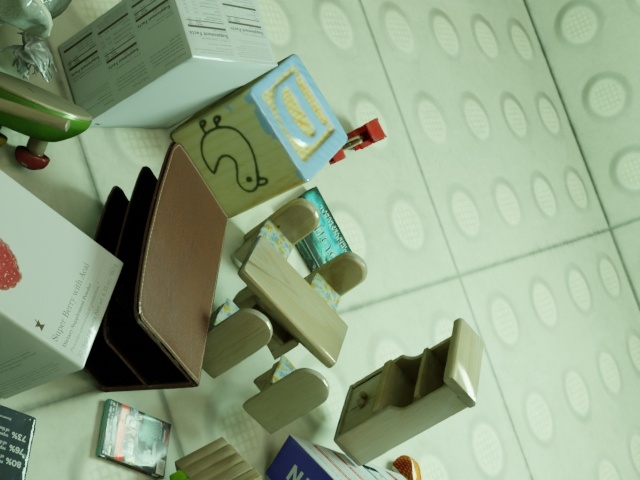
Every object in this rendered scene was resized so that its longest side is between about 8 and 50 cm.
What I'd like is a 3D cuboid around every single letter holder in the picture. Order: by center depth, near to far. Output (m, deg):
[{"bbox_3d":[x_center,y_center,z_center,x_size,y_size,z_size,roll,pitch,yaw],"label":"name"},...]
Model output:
[{"bbox_3d":[-0.258,0.033,1.482,0.214,0.152,0.301,64,26,-51],"label":"letter holder"}]

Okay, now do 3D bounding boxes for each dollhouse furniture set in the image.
[{"bbox_3d":[0.042,0.142,1.694,0.394,0.256,0.362,47,28,-14],"label":"dollhouse furniture set"}]

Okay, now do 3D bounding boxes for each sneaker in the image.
[{"bbox_3d":[0.170,0.488,1.926,0.067,0.064,0.175,43,44,-45],"label":"sneaker"}]

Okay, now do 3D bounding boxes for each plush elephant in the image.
[{"bbox_3d":[-0.456,-0.376,1.411,0.255,0.272,0.329,-47,133,-76],"label":"plush elephant"}]

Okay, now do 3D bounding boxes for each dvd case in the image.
[{"bbox_3d":[-0.270,0.289,1.507,0.119,0.013,0.087,31,49,-38],"label":"dvd case"}]

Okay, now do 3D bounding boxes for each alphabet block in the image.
[{"bbox_3d":[-0.104,-0.183,1.824,0.192,0.197,0.193,58,36,-11],"label":"alphabet block"}]

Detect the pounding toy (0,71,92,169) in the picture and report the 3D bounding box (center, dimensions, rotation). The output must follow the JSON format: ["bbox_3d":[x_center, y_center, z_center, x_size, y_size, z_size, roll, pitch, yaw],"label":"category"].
[{"bbox_3d":[-0.430,-0.160,1.454,0.183,0.110,0.237,24,8,-7],"label":"pounding toy"}]

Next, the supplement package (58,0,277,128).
[{"bbox_3d":[-0.242,-0.294,1.648,0.204,0.262,0.145,-7,77,-54],"label":"supplement package"}]

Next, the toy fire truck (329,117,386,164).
[{"bbox_3d":[0.065,-0.203,2.139,0.047,0.135,0.192,64,-4,-4],"label":"toy fire truck"}]

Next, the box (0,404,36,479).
[{"bbox_3d":[-0.439,0.289,1.206,0.153,0.108,0.207,33,48,-38],"label":"box"}]

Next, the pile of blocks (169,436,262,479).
[{"bbox_3d":[-0.214,0.435,1.437,0.362,0.149,0.112,-46,142,-45],"label":"pile of blocks"}]

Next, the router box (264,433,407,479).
[{"bbox_3d":[0.113,0.465,1.667,0.301,0.335,0.082,29,95,-40],"label":"router box"}]

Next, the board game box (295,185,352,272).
[{"bbox_3d":[0.000,0.000,2.004,0.186,0.026,0.126,61,35,-9],"label":"board game box"}]

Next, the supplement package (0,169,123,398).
[{"bbox_3d":[-0.430,0.037,1.297,0.293,0.175,0.177,41,44,-31],"label":"supplement package"}]
